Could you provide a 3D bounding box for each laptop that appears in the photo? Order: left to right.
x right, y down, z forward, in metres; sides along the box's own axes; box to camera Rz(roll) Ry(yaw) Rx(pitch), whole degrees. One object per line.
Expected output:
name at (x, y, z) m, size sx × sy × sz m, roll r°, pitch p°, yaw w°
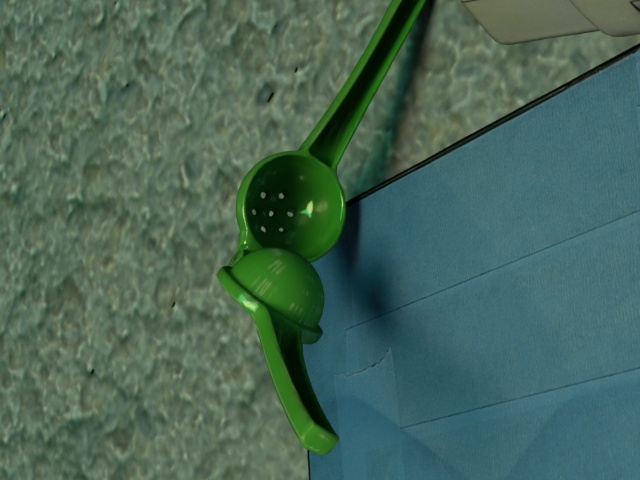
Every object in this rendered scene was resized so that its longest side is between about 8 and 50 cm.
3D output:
laptop at (-0.010, 0.153, 0.671) m, size 0.236 × 0.408 × 0.382 m, roll 56°, pitch 151°, yaw -3°

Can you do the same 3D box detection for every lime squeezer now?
lime squeezer at (0.000, 0.000, 0.794) m, size 0.110 × 0.059 × 0.310 m, roll -23°, pitch 34°, yaw 32°

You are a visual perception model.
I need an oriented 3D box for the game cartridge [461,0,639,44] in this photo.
game cartridge at (0.225, -0.175, 0.572) m, size 0.355 × 0.068 × 0.230 m, roll -4°, pitch 41°, yaw 46°
